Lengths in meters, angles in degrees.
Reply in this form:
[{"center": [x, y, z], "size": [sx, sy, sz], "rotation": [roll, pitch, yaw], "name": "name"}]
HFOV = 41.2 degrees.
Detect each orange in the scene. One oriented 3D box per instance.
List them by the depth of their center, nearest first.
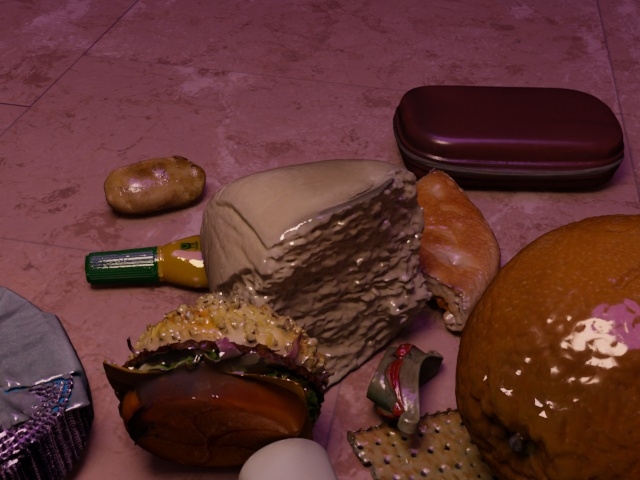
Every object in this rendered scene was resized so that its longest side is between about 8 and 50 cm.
[{"center": [0.312, 0.138, 0.904], "size": [0.357, 0.322, 0.322], "rotation": [-24, 43, -39], "name": "orange"}]

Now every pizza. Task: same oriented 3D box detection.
[{"center": [0.177, 0.003, 1.286], "size": [0.182, 0.073, 0.365], "rotation": [0, 37, -7], "name": "pizza"}]

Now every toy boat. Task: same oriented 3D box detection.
[{"center": [0.102, 0.173, 1.040], "size": [0.071, 0.089, 0.185], "rotation": [22, 24, 10], "name": "toy boat"}]

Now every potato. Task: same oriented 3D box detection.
[{"center": [-0.269, -0.091, 1.389], "size": [0.171, 0.080, 0.107], "rotation": [-16, 28, -21], "name": "potato"}]

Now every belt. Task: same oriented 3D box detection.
[{"center": [-0.403, 0.181, 0.976], "size": [0.260, 0.122, 0.325], "rotation": [-22, 39, -19], "name": "belt"}]

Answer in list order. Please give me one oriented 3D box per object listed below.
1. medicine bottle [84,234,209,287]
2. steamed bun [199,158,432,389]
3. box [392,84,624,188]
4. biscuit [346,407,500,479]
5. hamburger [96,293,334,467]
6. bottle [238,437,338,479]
[{"center": [-0.205, 0.031, 1.233], "size": [0.261, 0.064, 0.095], "rotation": [-3, 45, -8], "name": "medicine bottle"}, {"center": [0.000, 0.000, 1.085], "size": [0.290, 0.272, 0.273], "rotation": [-13, 50, -35], "name": "steamed bun"}, {"center": [0.332, -0.188, 1.526], "size": [0.404, 0.108, 0.263], "rotation": [1, 35, -2], "name": "box"}, {"center": [0.149, 0.252, 0.990], "size": [0.203, 0.016, 0.144], "rotation": [-10, 37, -17], "name": "biscuit"}, {"center": [-0.115, 0.155, 0.933], "size": [0.262, 0.243, 0.138], "rotation": [-1, 54, 0], "name": "hamburger"}, {"center": [-0.005, 0.313, 0.825], "size": [0.104, 0.104, 0.245], "rotation": [-9, 37, -15], "name": "bottle"}]
